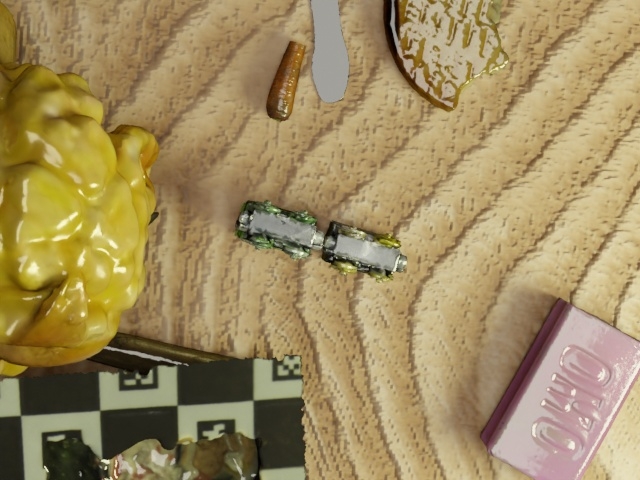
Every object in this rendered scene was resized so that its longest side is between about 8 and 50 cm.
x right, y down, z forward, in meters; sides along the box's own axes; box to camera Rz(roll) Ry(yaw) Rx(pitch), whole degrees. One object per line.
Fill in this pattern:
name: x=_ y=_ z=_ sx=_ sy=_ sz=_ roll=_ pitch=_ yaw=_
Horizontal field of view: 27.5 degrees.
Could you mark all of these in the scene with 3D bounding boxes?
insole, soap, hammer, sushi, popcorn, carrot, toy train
insole: x=0.009 y=-0.227 z=1.520 sx=0.045 sy=0.002 sz=0.135 roll=-6 pitch=94 yaw=-3
soap: x=0.286 y=0.182 z=1.527 sx=0.122 sy=0.065 sz=0.203 roll=28 pitch=92 yaw=-4
hammer: x=-0.248 y=0.121 z=1.513 sx=0.440 sy=0.044 sz=0.168 roll=13 pitch=92 yaw=-3
sushi: x=-0.206 y=0.263 z=1.506 sx=0.373 sy=0.100 sz=0.296 roll=-5 pitch=106 yaw=-10
popcorn: x=-0.315 y=-0.014 z=1.363 sx=0.349 sy=0.381 sz=0.349 roll=-5 pitch=81 yaw=34
carrot: x=-0.040 y=-0.183 z=1.508 sx=0.032 sy=0.032 sz=0.093 roll=16 pitch=90 yaw=-3
toy train: x=0.000 y=0.000 z=1.500 sx=0.202 sy=0.081 sz=0.060 roll=15 pitch=94 yaw=-10

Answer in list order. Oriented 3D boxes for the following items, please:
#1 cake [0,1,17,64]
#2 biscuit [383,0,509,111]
cake: x=-0.436 y=-0.219 z=1.429 sx=0.207 sy=0.178 sz=0.185 roll=-38 pitch=139 yaw=25
biscuit: x=0.161 y=-0.277 z=1.509 sx=0.176 sy=0.031 sz=0.228 roll=38 pitch=90 yaw=-5
